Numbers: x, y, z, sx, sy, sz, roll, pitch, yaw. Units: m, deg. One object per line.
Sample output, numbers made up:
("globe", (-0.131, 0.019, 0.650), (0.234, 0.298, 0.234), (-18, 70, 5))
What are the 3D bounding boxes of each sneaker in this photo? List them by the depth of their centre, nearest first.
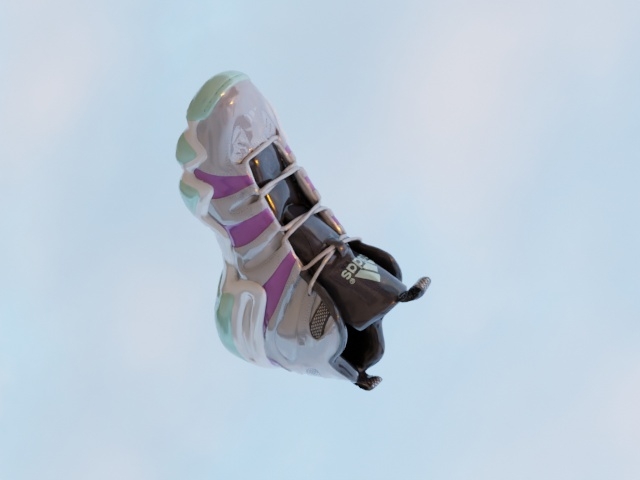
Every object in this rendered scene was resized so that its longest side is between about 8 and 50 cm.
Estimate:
("sneaker", (0.000, 0.000, 0.531), (0.069, 0.098, 0.038), (18, -133, 34))
